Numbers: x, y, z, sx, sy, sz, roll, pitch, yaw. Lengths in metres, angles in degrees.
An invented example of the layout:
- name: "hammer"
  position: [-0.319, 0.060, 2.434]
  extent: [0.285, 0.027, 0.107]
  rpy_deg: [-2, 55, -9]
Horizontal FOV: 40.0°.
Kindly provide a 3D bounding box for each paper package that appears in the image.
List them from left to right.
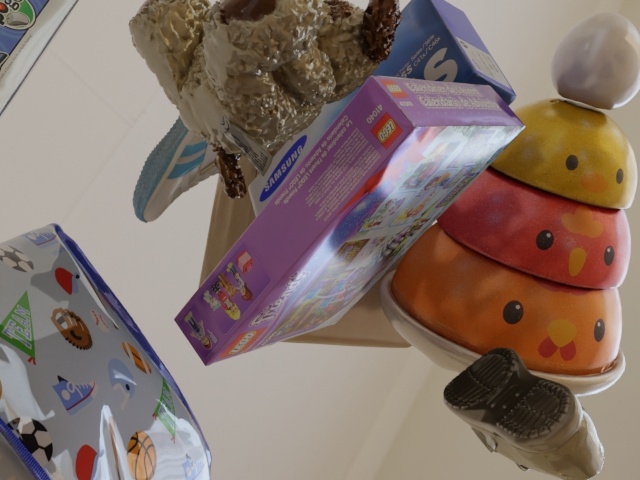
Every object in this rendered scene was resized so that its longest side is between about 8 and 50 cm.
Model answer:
- name: "paper package"
  position: [0.000, 0.000, 1.349]
  extent: [0.324, 0.168, 0.310]
  rpy_deg: [9, -89, -36]

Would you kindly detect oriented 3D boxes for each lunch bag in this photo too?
- name: "lunch bag"
  position: [-0.286, 0.215, 0.885]
  extent: [0.385, 0.239, 0.328]
  rpy_deg: [51, -164, -5]

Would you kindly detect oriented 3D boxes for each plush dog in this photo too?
- name: "plush dog"
  position: [-0.032, -0.178, 0.894]
  extent: [0.225, 0.262, 0.211]
  rpy_deg: [-30, -64, -29]

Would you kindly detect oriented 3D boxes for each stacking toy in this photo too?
- name: "stacking toy"
  position: [0.297, -0.066, 1.172]
  extent: [0.350, 0.350, 0.480]
  rpy_deg: [-2, -66, -41]

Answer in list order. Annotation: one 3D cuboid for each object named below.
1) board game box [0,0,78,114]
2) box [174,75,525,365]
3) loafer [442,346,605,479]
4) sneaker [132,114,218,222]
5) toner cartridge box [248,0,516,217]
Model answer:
- name: "board game box"
  position: [-0.337, -0.158, 0.548]
  extent: [0.302, 0.086, 0.308]
  rpy_deg: [34, -134, -20]
- name: "box"
  position: [0.025, -0.016, 0.771]
  extent: [0.057, 0.293, 0.201]
  rpy_deg: [52, -149, 18]
- name: "loafer"
  position: [0.208, 0.187, 0.924]
  extent: [0.102, 0.268, 0.092]
  rpy_deg: [-37, -81, -3]
- name: "sneaker"
  position: [-0.163, -0.113, 1.167]
  extent: [0.092, 0.087, 0.229]
  rpy_deg: [37, -94, -31]
- name: "toner cartridge box"
  position: [0.056, -0.110, 1.040]
  extent: [0.075, 0.348, 0.165]
  rpy_deg: [21, -144, -37]
